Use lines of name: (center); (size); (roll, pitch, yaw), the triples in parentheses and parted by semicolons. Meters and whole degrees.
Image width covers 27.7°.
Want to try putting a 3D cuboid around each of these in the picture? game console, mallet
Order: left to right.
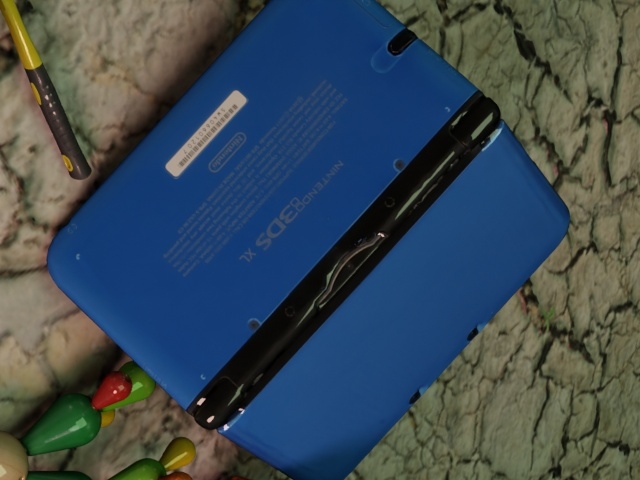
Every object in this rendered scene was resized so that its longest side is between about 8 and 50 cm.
mallet: (-0.196, -0.124, 0.850); (0.039, 0.062, 0.190); (-40, 136, -29)
game console: (0.000, 0.000, 0.939); (0.293, 0.250, 0.173); (-47, 169, -1)

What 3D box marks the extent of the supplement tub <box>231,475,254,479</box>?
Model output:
supplement tub: (-0.049, 0.348, 0.953); (0.193, 0.193, 0.316); (28, 79, -42)

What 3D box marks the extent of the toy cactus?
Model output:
toy cactus: (-0.186, 0.173, 0.871); (0.180, 0.112, 0.219); (31, 84, -31)
